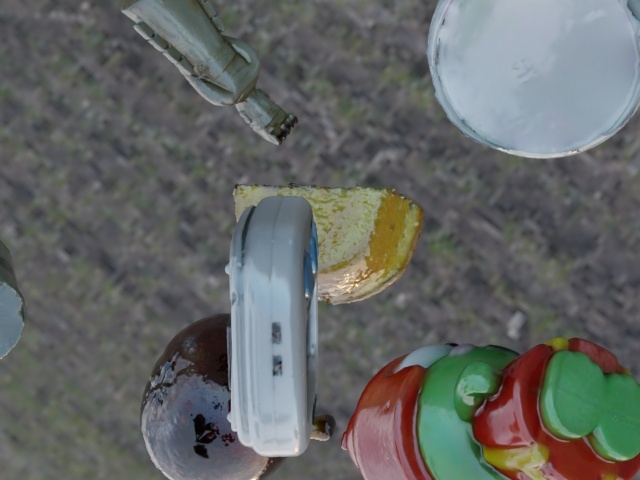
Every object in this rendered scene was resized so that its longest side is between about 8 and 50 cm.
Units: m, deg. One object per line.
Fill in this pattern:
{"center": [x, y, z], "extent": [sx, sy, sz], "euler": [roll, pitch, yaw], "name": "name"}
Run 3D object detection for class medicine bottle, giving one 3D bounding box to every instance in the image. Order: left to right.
{"center": [0.238, -0.243, 1.857], "extent": [0.214, 0.378, 0.213], "euler": [6, 116, 11], "name": "medicine bottle"}

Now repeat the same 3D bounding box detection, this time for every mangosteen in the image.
{"center": [-0.098, 0.220, 2.398], "extent": [0.261, 0.235, 0.235], "euler": [19, 165, -28], "name": "mangosteen"}

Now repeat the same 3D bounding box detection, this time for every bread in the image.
{"center": [0.000, 0.000, 2.253], "extent": [0.229, 0.139, 0.143], "euler": [2, 160, 23], "name": "bread"}

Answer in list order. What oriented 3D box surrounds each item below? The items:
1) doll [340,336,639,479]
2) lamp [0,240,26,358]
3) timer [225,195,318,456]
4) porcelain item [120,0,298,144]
{"center": [0.122, 0.169, 1.566], "extent": [0.183, 0.160, 0.363], "euler": [20, 165, -26], "name": "doll"}
{"center": [-0.329, 0.033, 1.613], "extent": [0.215, 0.121, 0.121], "euler": [37, 162, 54], "name": "lamp"}
{"center": [-0.047, 0.084, 1.880], "extent": [0.087, 0.262, 0.237], "euler": [1, 104, 3], "name": "timer"}
{"center": [-0.106, -0.180, 1.862], "extent": [0.213, 0.084, 0.054], "euler": [47, 160, -24], "name": "porcelain item"}
